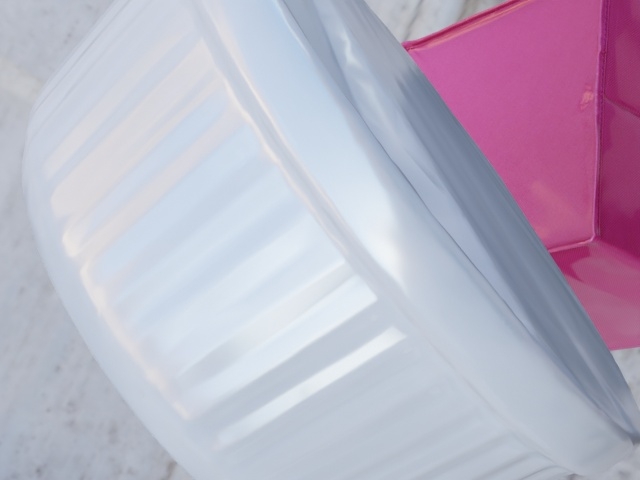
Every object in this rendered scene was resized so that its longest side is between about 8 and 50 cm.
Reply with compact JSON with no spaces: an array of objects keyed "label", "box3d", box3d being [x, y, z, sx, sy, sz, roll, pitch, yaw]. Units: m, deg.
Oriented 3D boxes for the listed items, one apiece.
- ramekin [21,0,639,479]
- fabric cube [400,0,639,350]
[{"label":"ramekin","box3d":[0.000,0.000,0.486,0.127,0.273,0.273,-36,21,13]},{"label":"fabric cube","box3d":[0.233,-0.057,1.086,0.254,0.258,0.259,-15,61,50]}]
